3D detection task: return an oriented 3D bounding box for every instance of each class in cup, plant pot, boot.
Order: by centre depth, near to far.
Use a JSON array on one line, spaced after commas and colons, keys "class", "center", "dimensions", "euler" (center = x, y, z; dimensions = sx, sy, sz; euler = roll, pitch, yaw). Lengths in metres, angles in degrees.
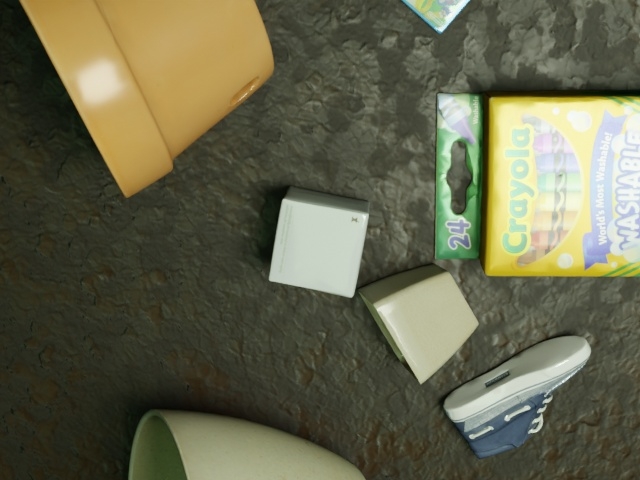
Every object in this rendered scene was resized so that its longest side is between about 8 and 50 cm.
[{"class": "plant pot", "center": [-0.181, -0.217, 1.077], "dimensions": [0.203, 0.291, 0.291], "euler": [-28, 100, -7]}, {"class": "cup", "center": [-0.070, 0.348, 1.196], "dimensions": [0.237, 0.331, 0.331], "euler": [-3, 104, -24]}, {"class": "plant pot", "center": [0.118, 0.085, 1.211], "dimensions": [0.096, 0.109, 0.109], "euler": [-32, 100, -3]}, {"class": "boot", "center": [0.249, 0.188, 1.248], "dimensions": [0.190, 0.069, 0.086], "euler": [-28, 107, 17]}]

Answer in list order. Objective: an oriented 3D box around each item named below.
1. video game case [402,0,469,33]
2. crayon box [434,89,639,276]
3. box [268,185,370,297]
[{"class": "video game case", "center": [0.144, -0.332, 1.154], "dimensions": [0.119, 0.015, 0.166], "euler": [40, 101, -6]}, {"class": "crayon box", "center": [0.293, -0.065, 1.174], "dimensions": [0.323, 0.083, 0.203], "euler": [0, 103, 3]}, {"class": "box", "center": [0.000, 0.000, 1.200], "dimensions": [0.102, 0.087, 0.101], "euler": [11, 103, 0]}]
